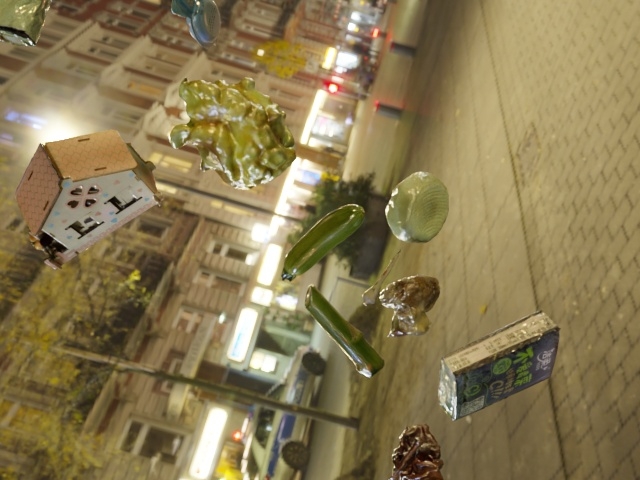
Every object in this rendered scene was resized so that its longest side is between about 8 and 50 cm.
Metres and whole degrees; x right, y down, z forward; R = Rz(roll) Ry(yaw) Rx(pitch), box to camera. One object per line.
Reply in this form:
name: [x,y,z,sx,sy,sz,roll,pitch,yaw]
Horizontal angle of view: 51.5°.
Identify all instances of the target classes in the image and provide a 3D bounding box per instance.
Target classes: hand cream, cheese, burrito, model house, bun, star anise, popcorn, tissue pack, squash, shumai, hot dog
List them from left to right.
burrito: [-0.636,-0.531,1.442,0.089,0.143,0.229,53,-127,-66]
hot dog: [-0.839,-0.006,2.021,0.068,0.100,0.249,-53,17,-9]
model house: [-0.543,-0.114,1.473,0.326,0.169,0.244,-33,-25,-2]
cheese: [-0.312,-0.579,1.695,0.244,0.052,0.135,33,-117,-70]
popcorn: [-0.223,-0.301,1.808,0.274,0.335,0.279,-42,-1,26]
squash: [0.000,0.000,1.445,0.258,0.069,0.069,-40,19,28]
hand cream: [0.152,0.088,1.612,0.165,0.037,0.057,-56,-8,-13]
shumai: [0.244,0.179,1.774,0.209,0.161,0.153,49,-144,-72]
bun: [0.246,-0.086,1.743,0.195,0.118,0.195,-20,-62,-43]
star anise: [0.181,0.470,1.282,0.190,0.125,0.220,21,-120,-80]
tissue pack: [0.348,0.248,1.304,0.173,0.235,0.073,79,164,-45]

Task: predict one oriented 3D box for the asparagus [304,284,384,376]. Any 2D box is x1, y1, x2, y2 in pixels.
asparagus: [0.051,0.223,1.624,0.067,0.278,0.060,-37,10,44]
